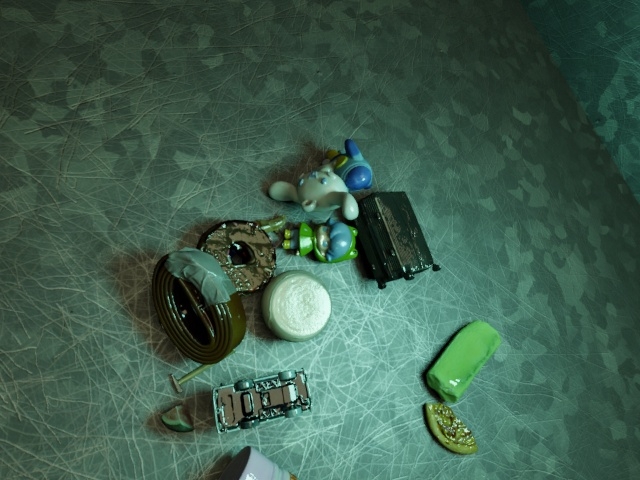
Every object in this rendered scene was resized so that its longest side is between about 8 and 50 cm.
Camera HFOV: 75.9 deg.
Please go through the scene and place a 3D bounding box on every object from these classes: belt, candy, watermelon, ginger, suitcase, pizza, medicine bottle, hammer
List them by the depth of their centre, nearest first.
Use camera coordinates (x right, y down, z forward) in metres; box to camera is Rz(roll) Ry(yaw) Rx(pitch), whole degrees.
[{"bbox_3d":[-0.125,0.734,1.111,0.316,0.202,0.202,38,64,-7],"label":"medicine bottle"},{"bbox_3d":[-0.390,0.501,1.149,0.093,0.084,0.072,17,75,6],"label":"watermelon"},{"bbox_3d":[-0.351,0.185,1.190,0.218,0.122,0.338,-25,91,12],"label":"belt"},{"bbox_3d":[-0.350,0.380,1.246,0.199,0.013,0.062,-28,85,-27],"label":"hammer"},{"bbox_3d":[-0.180,-0.053,1.440,0.137,0.044,0.057,-15,61,-26],"label":"ginger"},{"bbox_3d":[0.458,0.662,1.440,0.127,0.058,0.246,-35,90,-27],"label":"pizza"},{"bbox_3d":[0.270,-0.011,1.504,0.230,0.152,0.334,-8,75,-47],"label":"suitcase"},{"bbox_3d":[0.530,0.437,1.513,0.344,0.131,0.142,-36,46,-29],"label":"candy"}]

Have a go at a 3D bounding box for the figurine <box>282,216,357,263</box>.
[{"bbox_3d":[0.000,0.000,1.446,0.264,0.143,0.162,2,64,-3],"label":"figurine"}]

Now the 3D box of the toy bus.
[{"bbox_3d":[-0.179,0.464,1.199,0.272,0.165,0.132,-5,74,-22],"label":"toy bus"}]

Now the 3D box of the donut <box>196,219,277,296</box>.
[{"bbox_3d":[-0.272,0.058,1.334,0.270,0.103,0.269,7,72,-21],"label":"donut"}]

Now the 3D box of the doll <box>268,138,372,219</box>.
[{"bbox_3d":[0.050,-0.221,1.434,0.376,0.186,0.365,30,56,24],"label":"doll"}]

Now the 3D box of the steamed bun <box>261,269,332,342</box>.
[{"bbox_3d":[-0.082,0.212,1.330,0.232,0.145,0.231,4,78,-19],"label":"steamed bun"}]
